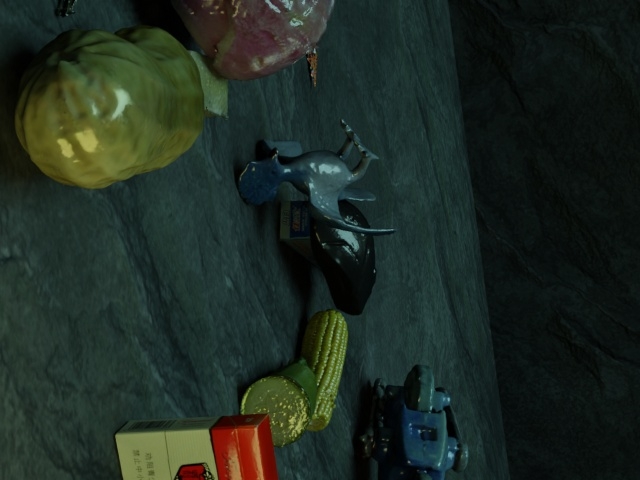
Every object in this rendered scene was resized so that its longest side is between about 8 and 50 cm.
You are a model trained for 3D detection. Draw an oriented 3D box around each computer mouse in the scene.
[{"bbox_3d":[0.044,0.017,1.893,0.217,0.073,0.122,68,29,-52],"label":"computer mouse"}]

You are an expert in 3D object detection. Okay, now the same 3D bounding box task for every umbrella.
[{"bbox_3d":[-0.238,-0.249,1.238,0.020,0.031,0.083,118,-15,-53],"label":"umbrella"}]

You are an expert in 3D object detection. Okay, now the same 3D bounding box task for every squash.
[{"bbox_3d":[-0.042,0.198,1.713,0.224,0.094,0.094,-50,133,-77],"label":"squash"}]

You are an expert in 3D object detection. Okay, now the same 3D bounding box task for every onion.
[{"bbox_3d":[-0.091,-0.352,1.429,0.348,0.159,0.267,42,36,-52],"label":"onion"}]

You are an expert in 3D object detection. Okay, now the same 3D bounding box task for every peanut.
[{"bbox_3d":[-0.186,-0.131,1.183,0.305,0.147,0.147,-34,118,-72],"label":"peanut"}]

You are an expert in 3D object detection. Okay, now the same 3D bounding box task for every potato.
[{"bbox_3d":[-0.151,-0.178,1.466,0.122,0.061,0.086,6,81,-73],"label":"potato"}]

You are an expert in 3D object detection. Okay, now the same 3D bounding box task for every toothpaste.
[{"bbox_3d":[0.000,0.000,1.969,0.272,0.053,0.066,41,51,-69],"label":"toothpaste"}]

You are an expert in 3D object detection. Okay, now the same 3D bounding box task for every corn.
[{"bbox_3d":[0.001,0.187,1.878,0.067,0.067,0.206,68,24,-46],"label":"corn"}]

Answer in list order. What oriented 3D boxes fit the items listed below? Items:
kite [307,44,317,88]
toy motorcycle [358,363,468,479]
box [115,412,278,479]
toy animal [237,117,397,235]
[{"bbox_3d":[-0.017,-0.370,2.101,0.125,0.008,0.222,-58,140,-66],"label":"kite"},{"bbox_3d":[0.169,0.385,2.205,0.241,0.182,0.319,67,22,-49],"label":"toy motorcycle"},{"bbox_3d":[-0.121,0.228,1.269,0.048,0.152,0.100,-50,133,-71],"label":"box"},{"bbox_3d":[-0.009,-0.087,1.780,0.239,0.176,0.255,53,4,36],"label":"toy animal"}]
